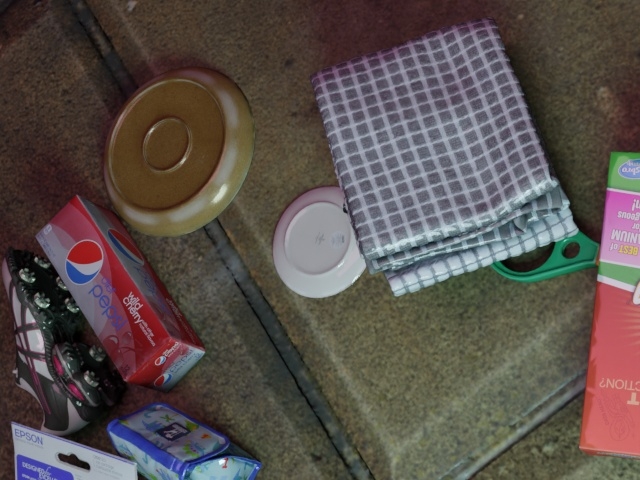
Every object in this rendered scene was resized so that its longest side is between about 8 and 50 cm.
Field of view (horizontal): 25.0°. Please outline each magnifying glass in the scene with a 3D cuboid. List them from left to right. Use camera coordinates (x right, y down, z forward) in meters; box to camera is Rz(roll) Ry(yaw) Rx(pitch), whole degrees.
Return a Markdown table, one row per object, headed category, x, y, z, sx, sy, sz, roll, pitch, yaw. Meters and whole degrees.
| category | x | y | z | sx | sy | sz | roll | pitch | yaw |
| --- | --- | --- | --- | --- | --- | --- | --- | --- | --- |
| magnifying glass | 0.287 | 0.013 | 1.595 | 0.231 | 0.026 | 0.092 | 11 | 81 | 33 |

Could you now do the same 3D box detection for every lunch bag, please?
| category | x | y | z | sx | sy | sz | roll | pitch | yaw |
| --- | --- | --- | --- | --- | --- | --- | --- | --- | --- |
| lunch bag | -0.164 | 0.255 | 1.697 | 0.129 | 0.151 | 0.096 | 23 | 87 | 33 |

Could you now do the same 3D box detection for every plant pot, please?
| category | x | y | z | sx | sy | sz | roll | pitch | yaw |
| --- | --- | --- | --- | --- | --- | --- | --- | --- | --- |
| plant pot | -0.195 | -0.122 | 1.894 | 0.236 | 0.032 | 0.236 | -8 | 72 | 26 |

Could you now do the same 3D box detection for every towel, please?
| category | x | y | z | sx | sy | sz | roll | pitch | yaw |
| --- | --- | --- | --- | --- | --- | --- | --- | --- | --- |
| towel | 0.129 | -0.101 | 1.604 | 0.235 | 0.121 | 0.283 | -18 | 57 | 1 |

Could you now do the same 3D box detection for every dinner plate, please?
| category | x | y | z | sx | sy | sz | roll | pitch | yaw |
| --- | --- | --- | --- | --- | --- | --- | --- | --- | --- |
| dinner plate | 0.000 | 0.000 | 1.761 | 0.141 | 0.017 | 0.141 | -7 | 73 | 26 |

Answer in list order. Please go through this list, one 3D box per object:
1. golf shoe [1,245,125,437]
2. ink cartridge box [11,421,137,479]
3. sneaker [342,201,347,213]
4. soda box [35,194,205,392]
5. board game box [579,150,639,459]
| category | x | y | z | sx | sy | sz | roll | pitch | yaw |
| --- | --- | --- | --- | --- | --- | --- | --- | --- | --- |
| golf shoe | -0.366 | 0.129 | 1.877 | 0.120 | 0.105 | 0.272 | -43 | 59 | 20 |
| ink cartridge box | -0.286 | 0.331 | 1.755 | 0.206 | 0.045 | 0.208 | 13 | 111 | 32 |
| sneaker | 0.099 | -0.014 | 1.678 | 0.178 | 0.072 | 0.077 | 15 | 85 | 32 |
| soda box | -0.255 | 0.066 | 1.836 | 0.083 | 0.092 | 0.263 | -44 | 60 | 10 |
| board game box | 0.402 | 0.072 | 1.470 | 0.242 | 0.064 | 0.316 | 3 | 78 | 21 |
